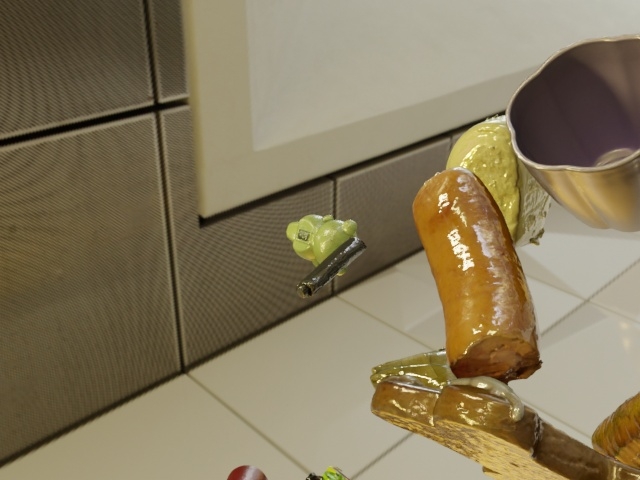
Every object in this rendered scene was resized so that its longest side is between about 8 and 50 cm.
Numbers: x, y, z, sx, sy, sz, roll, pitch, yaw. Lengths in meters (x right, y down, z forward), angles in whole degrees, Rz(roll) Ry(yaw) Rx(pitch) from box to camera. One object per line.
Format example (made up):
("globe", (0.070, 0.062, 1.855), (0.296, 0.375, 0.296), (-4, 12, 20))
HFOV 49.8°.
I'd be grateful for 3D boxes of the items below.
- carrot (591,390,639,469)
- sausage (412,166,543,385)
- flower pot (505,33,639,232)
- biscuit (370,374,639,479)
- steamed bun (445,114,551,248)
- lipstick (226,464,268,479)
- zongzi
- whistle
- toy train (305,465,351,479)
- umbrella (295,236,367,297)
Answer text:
("carrot", (0.501, 0.275, 1.022), (0.114, 0.114, 0.301), (-39, -24, -26))
("sausage", (0.167, 0.029, 0.752), (0.109, 0.270, 0.108), (-4, -41, -4))
("flower pot", (0.457, -0.151, 1.085), (0.243, 0.265, 0.265), (41, -101, -44))
("biscuit", (0.264, 0.243, 0.748), (0.432, 0.283, 0.064), (29, -109, -16))
("steamed bun", (0.351, -0.111, 1.358), (0.232, 0.166, 0.272), (-29, -61, -50))
("lipstick", (-0.141, 0.443, 1.092), (0.241, 0.080, 0.080), (-40, -31, -79))
("zongzi", (0.228, 0.359, 1.564), (0.256, 0.228, 0.115), (-83, -29, -58))
("whistle", (0.000, 0.000, 1.336), (0.085, 0.227, 0.105), (13, -88, -34))
("toy train", (0.096, 0.542, 1.317), (0.161, 0.296, 0.100), (31, -94, -48))
("umbrella", (0.016, 0.039, 1.017), (0.133, 0.031, 0.036), (-40, -3, -27))
